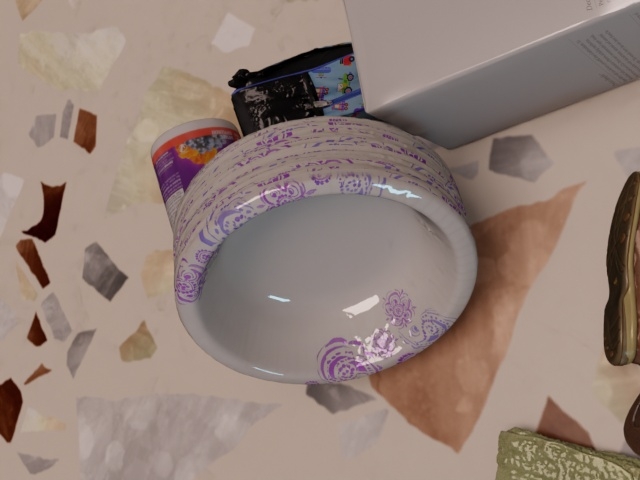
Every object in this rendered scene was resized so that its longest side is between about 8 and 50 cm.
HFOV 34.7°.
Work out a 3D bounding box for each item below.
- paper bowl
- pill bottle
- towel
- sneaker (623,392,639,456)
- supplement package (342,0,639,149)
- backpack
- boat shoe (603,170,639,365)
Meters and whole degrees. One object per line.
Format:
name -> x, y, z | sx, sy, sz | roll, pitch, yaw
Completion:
paper bowl -> 0.000, 0.000, 0.992 | 0.284, 0.284, 0.148 | -37, 38, 24
pill bottle -> -0.119, -0.032, 1.165 | 0.108, 0.108, 0.193 | -29, 70, 27
towel -> 0.229, 0.241, 0.955 | 0.148, 0.027, 0.110 | 10, 90, 32
sneaker -> 0.329, 0.119, 0.878 | 0.188, 0.071, 0.066 | -47, 62, 19
supplement package -> 0.189, -0.226, 0.950 | 0.293, 0.177, 0.175 | -19, 73, 29
backpack -> -0.001, -0.140, 1.083 | 0.173, 0.158, 0.117 | -20, 91, -3
boat shoe -> 0.295, 0.027, 0.926 | 0.060, 0.064, 0.178 | 6, 81, 0
